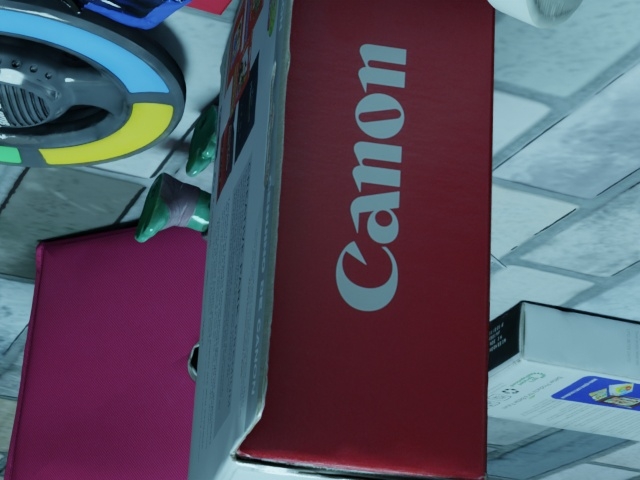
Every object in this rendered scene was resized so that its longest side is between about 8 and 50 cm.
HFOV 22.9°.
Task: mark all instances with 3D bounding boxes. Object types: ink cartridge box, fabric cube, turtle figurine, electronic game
[{"bbox_3d":[0.015,-0.009,0.836,0.130,0.309,0.272,7,158,-9],"label":"ink cartridge box"},{"bbox_3d":[-0.073,0.136,1.296,0.258,0.254,0.259,-9,156,32],"label":"fabric cube"},{"bbox_3d":[0.316,0.141,1.498,0.371,0.069,0.176,13,156,-16],"label":"ink cartridge box"},{"bbox_3d":[0.000,0.000,1.108,0.234,0.118,0.175,25,111,-18],"label":"turtle figurine"},{"bbox_3d":[-0.199,-0.100,0.996,0.229,0.048,0.229,3,159,1],"label":"electronic game"}]

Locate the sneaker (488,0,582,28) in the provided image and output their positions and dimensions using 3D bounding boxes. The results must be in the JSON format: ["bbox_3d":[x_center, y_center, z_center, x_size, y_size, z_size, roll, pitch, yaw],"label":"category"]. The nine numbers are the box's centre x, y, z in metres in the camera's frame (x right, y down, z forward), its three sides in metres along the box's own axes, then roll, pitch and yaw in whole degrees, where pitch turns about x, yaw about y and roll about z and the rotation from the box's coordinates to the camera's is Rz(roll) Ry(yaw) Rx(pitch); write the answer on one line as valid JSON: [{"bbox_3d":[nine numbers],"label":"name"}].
[{"bbox_3d":[0.035,-0.181,0.711,0.169,0.108,0.292,27,-172,22],"label":"sneaker"}]

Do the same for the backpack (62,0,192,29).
[{"bbox_3d":[-0.124,-0.159,0.770,0.120,0.098,0.101,15,159,-29],"label":"backpack"}]

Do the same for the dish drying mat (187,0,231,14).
[{"bbox_3d":[-0.090,-0.149,0.909,0.083,0.008,0.032,14,155,-21],"label":"dish drying mat"}]
